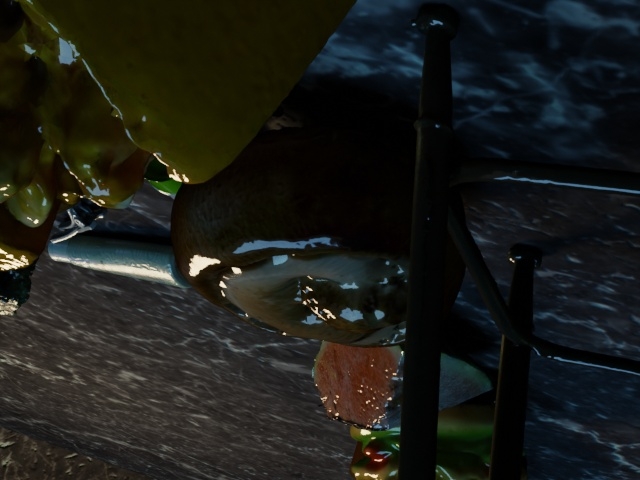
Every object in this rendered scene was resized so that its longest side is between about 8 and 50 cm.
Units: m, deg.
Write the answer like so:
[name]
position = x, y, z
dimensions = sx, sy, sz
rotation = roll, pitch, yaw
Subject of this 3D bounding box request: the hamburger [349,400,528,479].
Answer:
[hamburger]
position = 0.144, 0.269, 1.357
dimensions = 0.237, 0.149, 0.237
rotation = 0, 171, 0

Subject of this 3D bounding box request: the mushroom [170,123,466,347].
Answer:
[mushroom]
position = 0.000, 0.000, 0.893
dimensions = 0.253, 0.153, 0.253
rotation = 8, 154, 4

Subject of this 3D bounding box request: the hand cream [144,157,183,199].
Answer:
[hand cream]
position = -0.106, -0.039, 1.028
dimensions = 0.079, 0.050, 0.275
rotation = 41, 176, 17

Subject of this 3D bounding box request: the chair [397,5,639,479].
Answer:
[chair]
position = 0.218, 0.135, 0.703
dimensions = 0.364, 0.410, 0.362
rotation = 8, 156, 25

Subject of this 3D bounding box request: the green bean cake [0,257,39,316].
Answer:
[green bean cake]
position = -0.444, 0.006, 1.359
dimensions = 0.208, 0.107, 0.193
rotation = 25, 155, -15

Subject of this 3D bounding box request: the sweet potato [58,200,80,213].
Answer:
[sweet potato]
position = -0.301, -0.058, 1.156
dimensions = 0.081, 0.062, 0.233
rotation = 48, 151, -23

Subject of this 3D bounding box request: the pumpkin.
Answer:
[pumpkin]
position = -0.148, -0.137, 0.565
dimensions = 0.303, 0.256, 0.225
rotation = -18, 132, 35

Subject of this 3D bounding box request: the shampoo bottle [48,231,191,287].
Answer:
[shampoo bottle]
position = -0.235, 0.020, 1.303
dimensions = 0.190, 0.041, 0.069
rotation = 8, 161, 27

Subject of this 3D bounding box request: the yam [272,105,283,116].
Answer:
[yam]
position = -0.080, -0.119, 0.882
dimensions = 0.107, 0.014, 0.014
rotation = 21, 158, -2

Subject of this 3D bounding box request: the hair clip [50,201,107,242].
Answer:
[hair clip]
position = -0.283, -0.024, 1.262
dimensions = 0.039, 0.030, 0.115
rotation = 47, 148, -14

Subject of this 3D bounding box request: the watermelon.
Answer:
[watermelon]
position = 0.096, 0.138, 1.257
dimensions = 0.146, 0.128, 0.231
rotation = -4, -178, -26

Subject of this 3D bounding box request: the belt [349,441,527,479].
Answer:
[belt]
position = 0.174, 0.339, 1.612
dimensions = 0.217, 0.122, 0.339
rotation = 2, 152, 34
